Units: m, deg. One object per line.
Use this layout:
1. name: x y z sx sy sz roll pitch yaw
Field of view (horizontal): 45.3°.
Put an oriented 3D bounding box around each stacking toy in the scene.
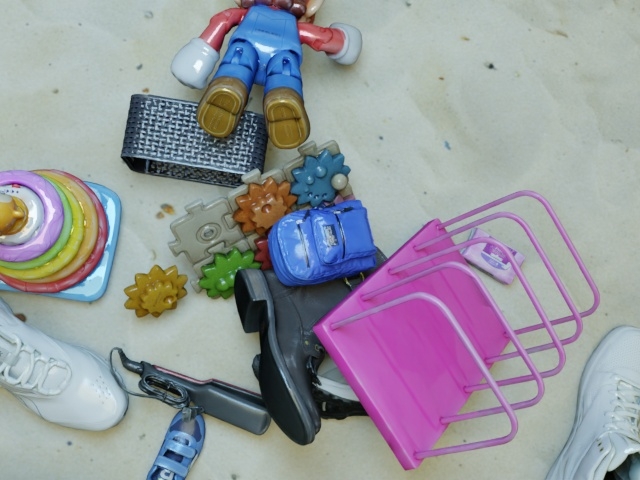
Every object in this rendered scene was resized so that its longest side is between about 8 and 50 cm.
1. stacking toy: -0.348 -0.021 0.893 0.175 0.302 0.165 9 84 -4

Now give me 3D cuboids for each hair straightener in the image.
1. hair straightener: -0.170 0.196 0.995 0.231 0.089 0.047 25 100 -3

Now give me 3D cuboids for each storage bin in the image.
1. storage bin: -0.161 -0.127 1.013 0.180 0.122 0.084 10 84 -5

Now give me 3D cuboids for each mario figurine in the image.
1. mario figurine: -0.063 -0.237 0.996 0.198 0.170 0.320 37 42 -29

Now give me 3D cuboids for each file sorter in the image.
1. file sorter: 0.181 0.092 0.915 0.291 0.182 0.202 -38 98 -45

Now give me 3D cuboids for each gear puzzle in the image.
1. gear puzzle: -0.100 0.005 0.990 0.339 0.175 0.044 -28 48 -8

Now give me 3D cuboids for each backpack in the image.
1. backpack: 0.000 0.000 0.934 0.120 0.101 0.097 -11 77 -18

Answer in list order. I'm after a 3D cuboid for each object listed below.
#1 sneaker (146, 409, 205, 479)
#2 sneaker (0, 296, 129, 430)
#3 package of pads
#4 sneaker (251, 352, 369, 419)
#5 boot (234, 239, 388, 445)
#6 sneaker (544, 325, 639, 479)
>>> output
1. sneaker: -0.191 0.290 0.999 0.053 0.059 0.144 21 82 -1
2. sneaker: -0.379 0.152 0.961 0.297 0.129 0.111 31 80 -3
3. package of pads: 0.241 0.022 1.083 0.083 0.032 0.050 30 83 -2
4. sneaker: 0.044 0.180 1.027 0.272 0.100 0.107 8 58 -1
5. boot: 0.028 0.112 0.968 0.229 0.091 0.262 -7 58 -23
6. sneaker: 0.402 0.248 1.008 0.108 0.169 0.292 24 80 -1
